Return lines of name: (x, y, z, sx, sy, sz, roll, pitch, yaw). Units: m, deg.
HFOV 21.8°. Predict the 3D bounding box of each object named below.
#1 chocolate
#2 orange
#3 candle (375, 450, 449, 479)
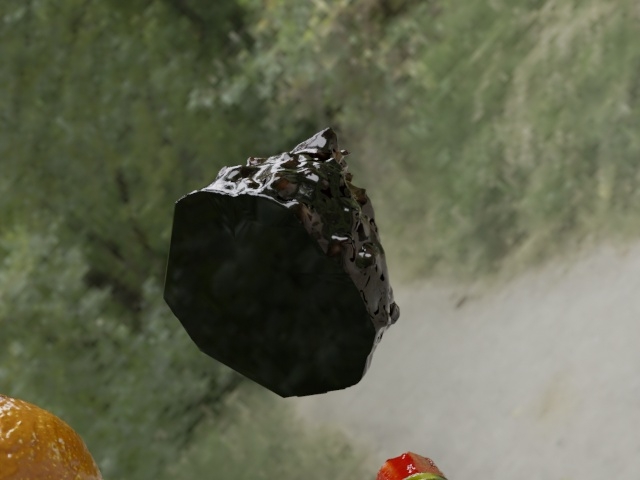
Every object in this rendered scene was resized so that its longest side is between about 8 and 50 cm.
chocolate: (0.000, 0.000, 1.459, 0.177, 0.206, 0.224, -49, -19, -40)
orange: (-0.242, 0.200, 1.210, 0.193, 0.193, 0.161, -48, 5, 43)
candle: (0.061, 0.166, 1.065, 0.052, 0.052, 0.131, -48, 6, -3)
